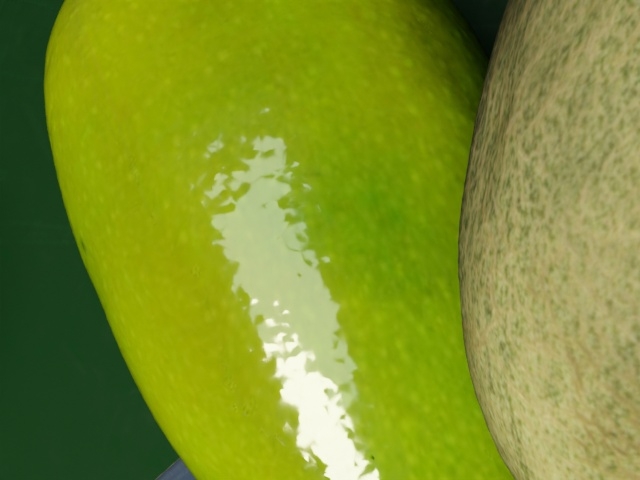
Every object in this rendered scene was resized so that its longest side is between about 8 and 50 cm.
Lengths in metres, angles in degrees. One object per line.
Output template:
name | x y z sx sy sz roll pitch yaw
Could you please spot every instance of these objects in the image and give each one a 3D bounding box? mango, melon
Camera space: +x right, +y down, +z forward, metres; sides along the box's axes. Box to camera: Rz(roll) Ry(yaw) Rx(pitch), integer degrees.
mango | 0.000 0.000 0.674 0.192 0.156 0.343 -27 66 9
melon | 0.173 -0.034 0.529 0.249 0.249 0.329 24 95 34

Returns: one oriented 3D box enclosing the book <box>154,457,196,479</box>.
book | -0.068 0.216 0.725 0.269 0.025 0.191 -42 59 13
